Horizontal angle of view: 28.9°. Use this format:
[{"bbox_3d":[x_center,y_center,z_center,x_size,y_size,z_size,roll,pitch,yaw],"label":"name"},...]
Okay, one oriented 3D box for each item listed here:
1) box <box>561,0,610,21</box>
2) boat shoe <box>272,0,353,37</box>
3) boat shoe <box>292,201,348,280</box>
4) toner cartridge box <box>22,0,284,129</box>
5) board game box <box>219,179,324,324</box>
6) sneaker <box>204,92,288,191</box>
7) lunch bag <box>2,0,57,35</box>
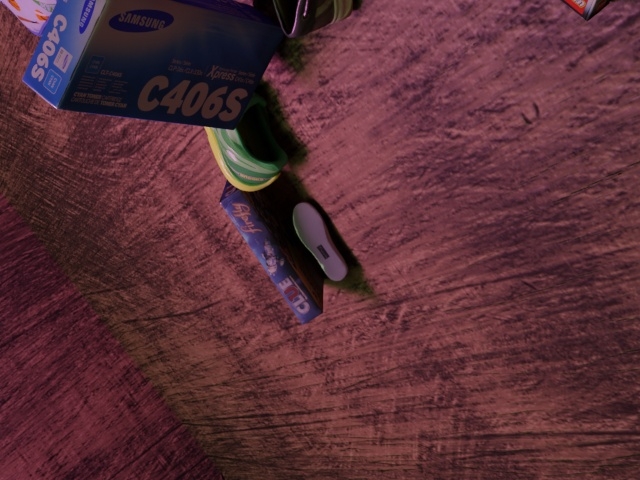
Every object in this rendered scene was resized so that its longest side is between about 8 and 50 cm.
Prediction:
[{"bbox_3d":[0.195,-0.307,1.146,0.207,0.036,0.114,44,157,17],"label":"box"},{"bbox_3d":[-0.038,-0.360,1.432,0.102,0.092,0.285,31,151,40],"label":"boat shoe"},{"bbox_3d":[0.000,0.000,1.981,0.142,0.049,0.040,61,-165,-11],"label":"boat shoe"},{"bbox_3d":[-0.201,-0.238,1.582,0.075,0.347,0.165,37,110,27],"label":"toner cartridge box"},{"bbox_3d":[-0.075,0.004,2.026,0.243,0.042,0.165,57,-170,-14],"label":"board game box"},{"bbox_3d":[-0.143,-0.216,1.874,0.123,0.109,0.296,-22,108,48],"label":"sneaker"},{"bbox_3d":[-0.479,-0.455,1.853,0.303,0.115,0.243,47,161,-13],"label":"lunch bag"}]
